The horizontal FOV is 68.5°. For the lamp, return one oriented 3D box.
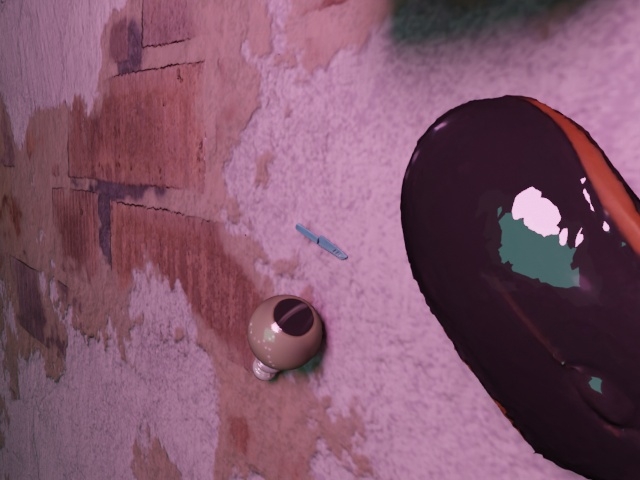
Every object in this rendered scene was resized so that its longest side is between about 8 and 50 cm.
[{"bbox_3d":[-0.057,0.136,0.600,0.091,0.091,0.163,57,143,23],"label":"lamp"}]

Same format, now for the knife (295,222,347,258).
[{"bbox_3d":[0.000,0.000,0.576,0.091,0.005,0.014,35,119,35],"label":"knife"}]

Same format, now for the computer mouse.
[{"bbox_3d":[0.165,0.033,0.352,0.183,0.116,0.323,-50,62,40],"label":"computer mouse"}]
